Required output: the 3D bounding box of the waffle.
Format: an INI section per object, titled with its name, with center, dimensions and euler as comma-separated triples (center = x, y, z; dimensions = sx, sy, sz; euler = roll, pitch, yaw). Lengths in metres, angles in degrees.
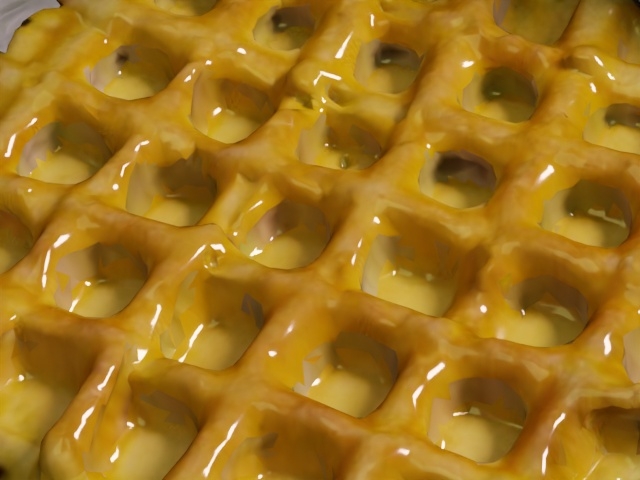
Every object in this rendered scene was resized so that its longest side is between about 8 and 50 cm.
[waffle]
center = -0.010, 0.005, 0.590
dimensions = 0.329, 0.062, 0.329
euler = -4, 50, 4
